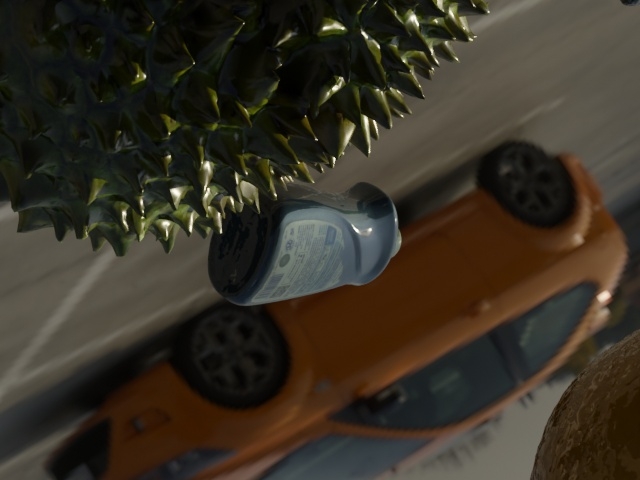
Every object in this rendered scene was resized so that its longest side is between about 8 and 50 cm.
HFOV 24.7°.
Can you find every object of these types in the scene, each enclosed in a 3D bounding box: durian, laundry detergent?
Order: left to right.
[{"bbox_3d":[-0.074,-0.125,0.590,0.291,0.291,0.224,-30,173,-23],"label":"durian"},{"bbox_3d":[0.001,0.001,1.158,0.206,0.061,0.097,-3,115,-53],"label":"laundry detergent"}]

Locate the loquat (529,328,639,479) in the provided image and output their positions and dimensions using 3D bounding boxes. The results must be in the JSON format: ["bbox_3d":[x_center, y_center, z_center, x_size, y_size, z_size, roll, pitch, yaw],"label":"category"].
[{"bbox_3d":[0.181,0.120,0.568,0.208,0.208,0.208,-32,173,-5],"label":"loquat"}]

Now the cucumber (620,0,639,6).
[{"bbox_3d":[0.349,-0.276,1.611,0.032,0.032,0.133,-36,180,25],"label":"cucumber"}]
